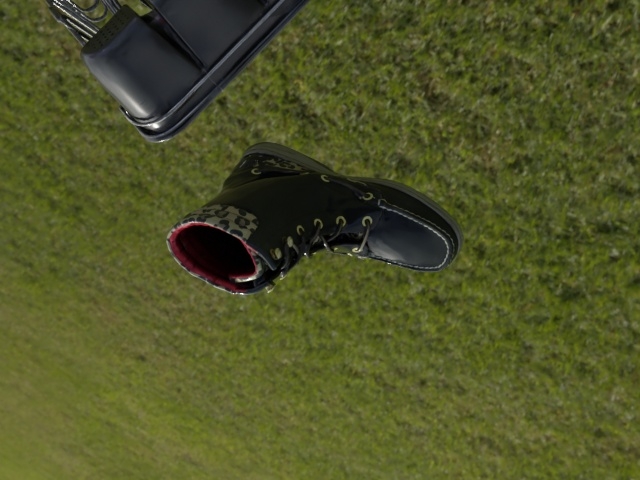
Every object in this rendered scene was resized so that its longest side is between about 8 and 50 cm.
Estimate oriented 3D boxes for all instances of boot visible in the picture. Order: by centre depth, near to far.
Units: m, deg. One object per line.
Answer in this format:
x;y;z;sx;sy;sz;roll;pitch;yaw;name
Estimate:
-0.001;0.001;0.665;0.236;0.178;0.085;23;123;11;boot

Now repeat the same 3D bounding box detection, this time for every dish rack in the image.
-0.104;-0.209;0.487;0.271;0.208;0.074;47;-178;42;dish rack
